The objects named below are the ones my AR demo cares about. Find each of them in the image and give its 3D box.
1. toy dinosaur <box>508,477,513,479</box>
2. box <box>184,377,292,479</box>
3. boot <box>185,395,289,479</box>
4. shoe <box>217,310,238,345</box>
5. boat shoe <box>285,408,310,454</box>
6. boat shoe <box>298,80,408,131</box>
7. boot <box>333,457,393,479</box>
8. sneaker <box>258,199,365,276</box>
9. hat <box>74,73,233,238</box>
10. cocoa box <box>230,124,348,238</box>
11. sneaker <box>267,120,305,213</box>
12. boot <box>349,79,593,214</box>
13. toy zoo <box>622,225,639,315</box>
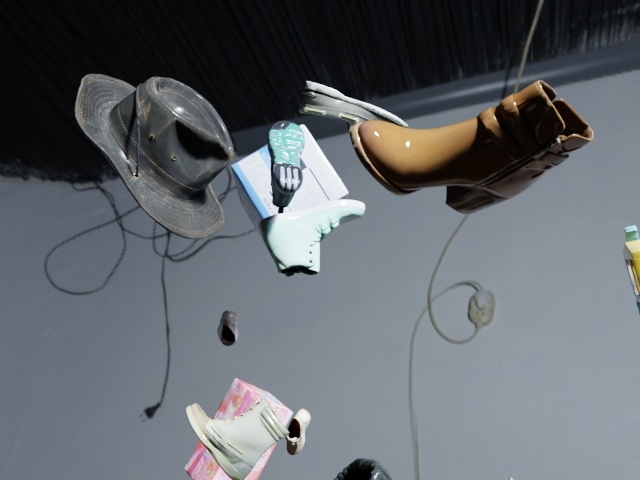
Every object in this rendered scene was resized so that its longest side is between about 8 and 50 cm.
[{"bbox_3d":[0.544,0.729,1.576,0.064,0.112,0.211,-37,80,17],"label":"toy dinosaur"},{"bbox_3d":[-0.234,0.575,1.704,0.154,0.142,0.300,21,79,53],"label":"box"},{"bbox_3d":[-0.187,0.404,1.326,0.165,0.077,0.213,-44,60,-9],"label":"boot"},{"bbox_3d":[-0.337,0.330,2.140,0.076,0.219,0.058,8,52,-3],"label":"shoe"},{"bbox_3d":[-0.082,0.599,1.840,0.063,0.059,0.170,26,115,28],"label":"boat shoe"},{"bbox_3d":[0.089,-0.345,1.645,0.305,0.109,0.091,20,101,-6],"label":"boat shoe"},{"bbox_3d":[0.198,0.533,1.181,0.348,0.131,0.260,-37,93,30],"label":"boot"},{"bbox_3d":[-0.001,0.000,1.353,0.255,0.094,0.151,-15,75,-17],"label":"sneaker"},{"bbox_3d":[-0.235,-0.173,0.995,0.134,0.331,0.331,-34,52,17],"label":"hat"},{"bbox_3d":[-0.089,-0.118,1.668,0.228,0.347,0.231,-31,81,-9],"label":"cocoa box"},{"bbox_3d":[-0.085,-0.165,1.294,0.083,0.098,0.224,12,46,-12],"label":"sneaker"},{"bbox_3d":[0.202,-0.134,0.796,0.220,0.283,0.109,-34,42,44],"label":"boot"},{"bbox_3d":[0.622,0.117,1.129,0.030,0.192,0.293,-15,83,22],"label":"toy zoo"}]
